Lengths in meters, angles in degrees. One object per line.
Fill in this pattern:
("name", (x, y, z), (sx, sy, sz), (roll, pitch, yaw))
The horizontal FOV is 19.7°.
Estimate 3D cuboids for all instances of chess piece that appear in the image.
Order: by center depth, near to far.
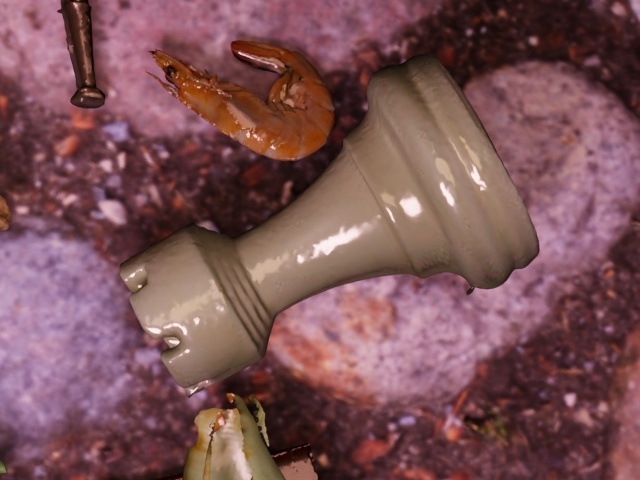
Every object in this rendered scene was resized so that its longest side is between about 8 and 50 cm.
("chess piece", (0.000, 0.000, 1.440), (0.299, 0.194, 0.194), (-28, 87, 1))

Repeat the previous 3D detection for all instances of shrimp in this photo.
("shrimp", (-0.060, -0.129, 1.506), (0.162, 0.045, 0.095), (31, 81, 0))

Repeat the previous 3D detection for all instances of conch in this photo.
("conch", (-0.068, 0.206, 1.425), (0.106, 0.079, 0.170), (-15, 75, -15))

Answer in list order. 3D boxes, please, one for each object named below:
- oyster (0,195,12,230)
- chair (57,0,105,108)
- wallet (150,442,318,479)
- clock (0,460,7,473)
("oyster", (-0.403, -0.045, 1.386), (0.351, 0.238, 0.114), (15, 56, -22))
("chair", (-0.324, -0.350, 1.358), (0.362, 0.364, 0.410), (4, 79, -5))
("wallet", (-0.117, 0.253, 1.465), (0.255, 0.031, 0.137), (-11, 86, -7))
("clock", (-0.345, 0.227, 1.408), (0.231, 0.103, 0.144), (-23, 78, -9))
